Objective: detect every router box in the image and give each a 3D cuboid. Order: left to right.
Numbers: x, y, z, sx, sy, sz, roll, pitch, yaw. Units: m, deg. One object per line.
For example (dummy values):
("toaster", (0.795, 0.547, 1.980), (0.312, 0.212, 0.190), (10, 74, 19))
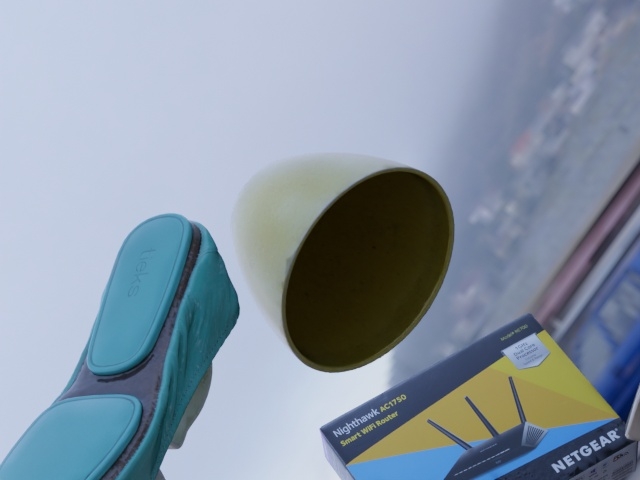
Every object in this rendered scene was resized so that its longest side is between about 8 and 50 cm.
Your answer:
("router box", (0.109, 0.145, 1.328), (0.179, 0.133, 0.046), (-28, -36, -16))

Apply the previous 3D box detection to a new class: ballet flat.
("ballet flat", (-0.099, 0.097, 1.004), (0.083, 0.087, 0.247), (-7, 43, 34))

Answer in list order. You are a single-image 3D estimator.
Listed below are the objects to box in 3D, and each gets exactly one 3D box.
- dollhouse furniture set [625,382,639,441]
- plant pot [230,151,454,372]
("dollhouse furniture set", (0.207, 0.260, 0.794), (0.286, 0.198, 0.303), (-84, 3, -51))
("plant pot", (0.000, 0.000, 1.162), (0.134, 0.095, 0.134), (-23, -52, -33))
